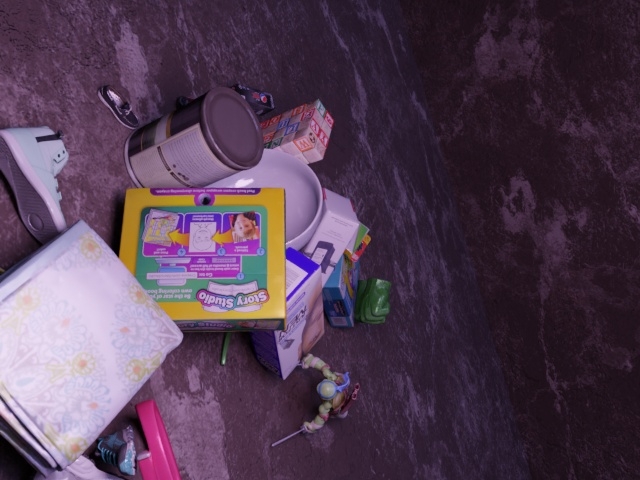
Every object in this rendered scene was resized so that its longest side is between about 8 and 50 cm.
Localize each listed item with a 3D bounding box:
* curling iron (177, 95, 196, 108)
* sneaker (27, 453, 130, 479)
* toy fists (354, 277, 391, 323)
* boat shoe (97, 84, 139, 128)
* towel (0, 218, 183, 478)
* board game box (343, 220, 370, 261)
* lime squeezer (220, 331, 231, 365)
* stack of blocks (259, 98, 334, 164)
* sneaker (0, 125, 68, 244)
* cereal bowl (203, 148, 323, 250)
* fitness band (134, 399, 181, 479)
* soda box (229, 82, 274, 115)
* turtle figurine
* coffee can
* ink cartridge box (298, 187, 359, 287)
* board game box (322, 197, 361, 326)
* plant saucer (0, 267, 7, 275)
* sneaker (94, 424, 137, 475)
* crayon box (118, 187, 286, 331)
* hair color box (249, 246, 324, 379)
[{"bbox_3d":[-0.306,-0.364,1.834,0.274,0.035,0.068,-1,80,-56],"label":"curling iron"},{"bbox_3d":[-0.428,0.480,1.197,0.271,0.100,0.108,43,52,-29],"label":"sneaker"},{"bbox_3d":[0.167,0.207,2.103,0.096,0.279,0.142,17,82,-9],"label":"toy fists"},{"bbox_3d":[-0.480,-0.323,1.545,0.125,0.038,0.046,52,38,-29],"label":"boat shoe"},{"bbox_3d":[-0.463,0.181,1.157,0.320,0.090,0.374,55,43,-17],"label":"towel"},{"bbox_3d":[0.036,-0.054,1.945,0.259,0.039,0.124,40,50,-5],"label":"board game box"},{"bbox_3d":[-0.189,0.186,1.691,0.310,0.059,0.110,-44,107,-29],"label":"lime squeezer"},{"bbox_3d":[-0.121,-0.274,1.824,0.087,0.297,0.171,51,39,-34],"label":"stack of blocks"},{"bbox_3d":[-0.544,-0.116,1.297,0.151,0.094,0.256,-39,110,-59],"label":"sneaker"},{"bbox_3d":[-0.160,-0.073,1.678,0.141,0.339,0.339,89,8,-54],"label":"cereal bowl"},{"bbox_3d":[-0.319,0.465,1.283,0.054,0.209,0.290,-16,95,-14],"label":"fitness band"},{"bbox_3d":[-0.218,-0.435,1.979,0.169,0.060,0.053,2,72,-56],"label":"soda box"},{"bbox_3d":[-0.020,0.435,1.823,0.198,0.275,0.266,60,6,23],"label":"turtle figurine"},{"bbox_3d":[-0.305,-0.225,1.541,0.201,0.275,0.201,32,50,-47],"label":"coffee can"},{"bbox_3d":[0.000,0.000,1.767,0.100,0.237,0.172,23,22,-15],"label":"ink cartridge box"},{"bbox_3d":[0.065,0.072,2.060,0.254,0.079,0.336,70,23,-53],"label":"board game box"},{"bbox_3d":[-0.621,0.120,1.109,0.188,0.045,0.188,43,43,-38],"label":"plant saucer"},{"bbox_3d":[-0.394,0.411,1.228,0.076,0.166,0.065,-8,94,-19],"label":"sneaker"},{"bbox_3d":[-0.257,0.041,1.429,0.106,0.363,0.313,96,-7,-67],"label":"crayon box"},{"bbox_3d":[-0.085,0.193,1.623,0.185,0.110,0.339,-47,156,-26],"label":"hair color box"}]
